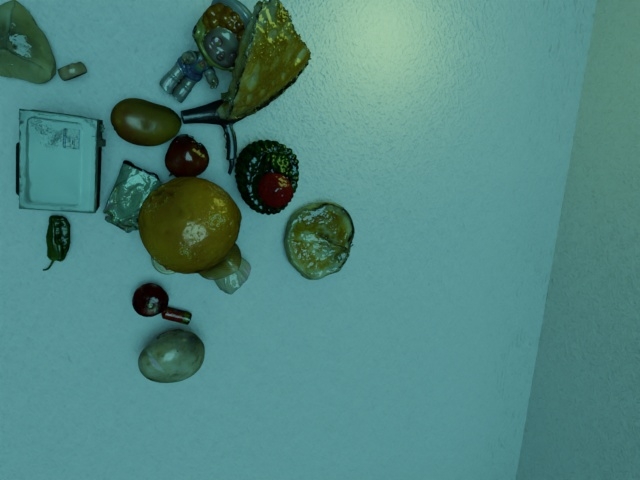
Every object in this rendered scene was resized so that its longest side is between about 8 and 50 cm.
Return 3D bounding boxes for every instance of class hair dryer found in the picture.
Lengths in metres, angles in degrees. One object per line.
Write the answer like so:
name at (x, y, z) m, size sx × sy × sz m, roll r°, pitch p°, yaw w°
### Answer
hair dryer at (-0.361, -0.362, 1.602) m, size 0.236 × 0.091 × 0.271 m, roll -13°, pitch 100°, yaw -18°

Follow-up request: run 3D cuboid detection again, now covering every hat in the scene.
hat at (-0.167, -0.215, 1.603) m, size 0.243 × 0.332 × 0.273 m, roll -20°, pitch 113°, yaw -14°

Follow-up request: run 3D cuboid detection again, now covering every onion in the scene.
onion at (-0.626, 0.219, 1.654) m, size 0.131 × 0.131 × 0.131 m, roll -6°, pitch 106°, yaw -21°

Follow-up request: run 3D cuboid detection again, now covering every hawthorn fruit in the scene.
hawthorn fruit at (-0.476, -0.280, 1.570) m, size 0.172 × 0.148 × 0.148 m, roll -42°, pitch 116°, yaw 10°

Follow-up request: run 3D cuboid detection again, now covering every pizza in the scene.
pizza at (-0.203, -0.558, 1.502) m, size 0.080 × 0.435 × 0.391 m, roll 37°, pitch 96°, yaw 15°

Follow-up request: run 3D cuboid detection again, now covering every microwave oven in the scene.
microwave oven at (-0.812, -0.250, 1.417) m, size 0.238 × 0.181 × 0.294 m, roll 3°, pitch 102°, yaw -21°

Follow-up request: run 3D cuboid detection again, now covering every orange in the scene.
orange at (-0.447, -0.062, 1.518) m, size 0.341 × 0.341 × 0.293 m, roll -41°, pitch 128°, yaw -7°

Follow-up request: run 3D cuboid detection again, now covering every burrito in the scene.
burrito at (-0.659, -0.148, 1.560) m, size 0.144 × 0.089 × 0.228 m, roll 26°, pitch 92°, yaw -12°

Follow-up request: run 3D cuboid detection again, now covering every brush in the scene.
brush at (-0.340, 0.103, 1.656) m, size 0.174 × 0.267 × 0.166 m, roll -47°, pitch 114°, yaw -16°

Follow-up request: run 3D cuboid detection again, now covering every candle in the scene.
candle at (-0.567, 0.287, 1.731) m, size 0.131 × 0.052 × 0.051 m, roll 21°, pitch 95°, yaw -24°

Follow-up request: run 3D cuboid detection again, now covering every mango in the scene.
mango at (-0.584, -0.390, 1.505) m, size 0.221 × 0.120 × 0.151 m, roll 10°, pitch 100°, yaw -31°

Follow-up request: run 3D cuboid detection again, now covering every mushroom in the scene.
mushroom at (-0.566, 0.440, 1.699) m, size 0.255 × 0.254 × 0.184 m, roll -17°, pitch 67°, yaw -17°

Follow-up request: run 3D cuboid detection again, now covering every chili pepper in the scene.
chili pepper at (-0.891, 0.017, 1.522) m, size 0.072 × 0.073 × 0.203 m, roll 2°, pitch 105°, yaw -37°

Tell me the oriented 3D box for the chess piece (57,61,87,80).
chess piece at (-0.779, -0.532, 1.408) m, size 0.084 × 0.084 × 0.038 m, roll -28°, pitch 113°, yaw -13°

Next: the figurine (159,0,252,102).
figurine at (-0.385, -0.640, 1.490) m, size 0.382 × 0.205 × 0.224 m, roll -30°, pitch 138°, yaw 2°

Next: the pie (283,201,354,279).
pie at (0.000, 0.000, 1.871) m, size 0.340 × 0.077 × 0.338 m, roll -7°, pitch 110°, yaw -19°

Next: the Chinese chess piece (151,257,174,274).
Chinese chess piece at (-0.567, 0.067, 1.671) m, size 0.122 × 0.051 × 0.121 m, roll -6°, pitch 105°, yaw -21°

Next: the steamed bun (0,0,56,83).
steamed bun at (-0.900, -0.573, 1.337) m, size 0.213 × 0.110 × 0.231 m, roll 32°, pitch 93°, yaw -26°
